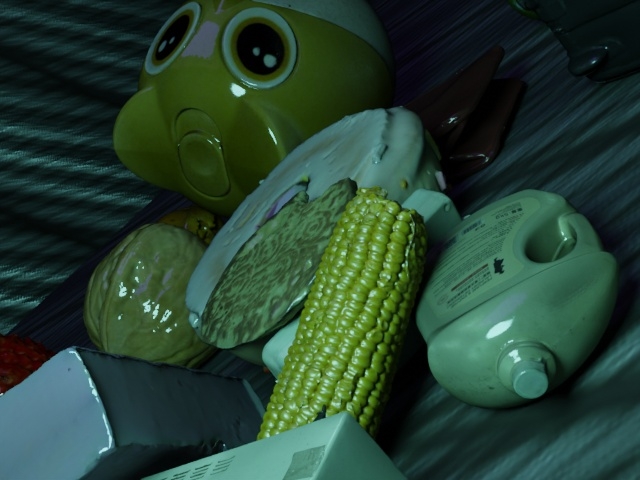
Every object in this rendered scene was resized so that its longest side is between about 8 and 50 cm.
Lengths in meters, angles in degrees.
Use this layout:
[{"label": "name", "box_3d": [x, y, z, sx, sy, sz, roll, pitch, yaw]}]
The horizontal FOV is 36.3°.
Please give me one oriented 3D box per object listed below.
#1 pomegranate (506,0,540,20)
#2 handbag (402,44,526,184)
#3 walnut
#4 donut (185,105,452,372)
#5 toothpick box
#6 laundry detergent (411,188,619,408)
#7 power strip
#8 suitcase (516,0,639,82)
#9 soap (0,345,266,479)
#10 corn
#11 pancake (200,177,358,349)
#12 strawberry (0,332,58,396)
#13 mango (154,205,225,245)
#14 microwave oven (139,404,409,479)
[{"label": "pomegranate", "box_3d": [0.352, -0.460, 1.576, 0.180, 0.209, 0.180, -51, 15, 20]}, {"label": "handbag", "box_3d": [0.152, -0.150, 1.413, 0.275, 0.084, 0.260, -29, 19, 36]}, {"label": "walnut", "box_3d": [-0.231, 0.092, 1.404, 0.228, 0.228, 0.228, -37, 16, 12]}, {"label": "donut", "box_3d": [0.000, 0.000, 1.194, 0.382, 0.142, 0.383, -39, 20, 17]}, {"label": "toothpick box", "box_3d": [-0.096, -0.243, 1.633, 0.409, 0.409, 0.425, -25, 19, 43]}, {"label": "laundry detergent", "box_3d": [0.160, 0.053, 0.810, 0.181, 0.091, 0.253, -35, 16, 15]}, {"label": "power strip", "box_3d": [0.058, 0.069, 0.952, 0.270, 0.118, 0.046, -45, 35, -19]}, {"label": "suitcase", "box_3d": [0.440, -0.366, 1.144, 0.339, 0.188, 0.345, -51, 17, -31]}, {"label": "soap", "box_3d": [-0.217, 0.230, 0.890, 0.285, 0.107, 0.296, -38, -26, 11]}, {"label": "corn", "box_3d": [0.023, 0.095, 0.841, 0.106, 0.106, 0.293, -1, 66, 66]}, {"label": "pancake", "box_3d": [-0.044, 0.022, 0.986, 0.212, 0.029, 0.235, -54, 21, -13]}, {"label": "strawberry", "box_3d": [-0.453, 0.266, 1.394, 0.312, 0.267, 0.351, -41, -10, 15]}, {"label": "mango", "box_3d": [-0.262, 0.033, 1.738, 0.287, 0.152, 0.201, -18, 32, 55]}, {"label": "microwave oven", "box_3d": [-0.049, 0.242, 0.676, 0.240, 0.145, 0.194, -27, 17, 40]}]
